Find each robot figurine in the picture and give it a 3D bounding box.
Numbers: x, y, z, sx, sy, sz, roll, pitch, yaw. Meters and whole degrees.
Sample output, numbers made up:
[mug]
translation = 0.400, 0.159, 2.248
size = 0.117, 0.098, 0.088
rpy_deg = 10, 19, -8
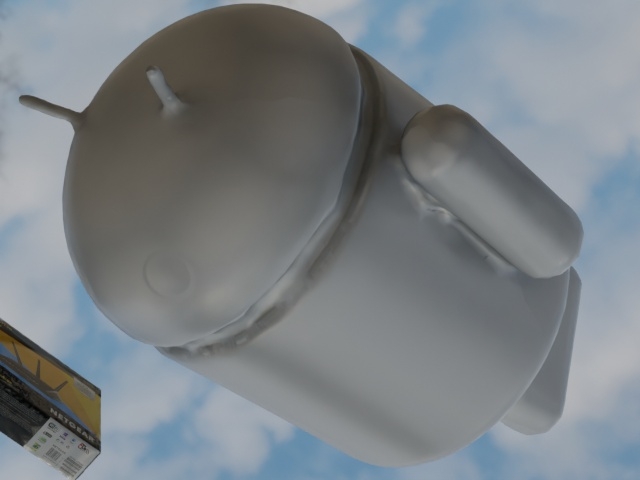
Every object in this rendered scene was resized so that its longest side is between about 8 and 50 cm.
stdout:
[robot figurine]
translation = 0.000, 0.000, 0.886
size = 0.300, 0.353, 0.200
rpy_deg = -19, -130, 42

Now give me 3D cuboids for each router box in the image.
[router box]
translation = -0.291, 0.137, 1.490
size = 0.046, 0.179, 0.133
rpy_deg = -47, -159, 11
